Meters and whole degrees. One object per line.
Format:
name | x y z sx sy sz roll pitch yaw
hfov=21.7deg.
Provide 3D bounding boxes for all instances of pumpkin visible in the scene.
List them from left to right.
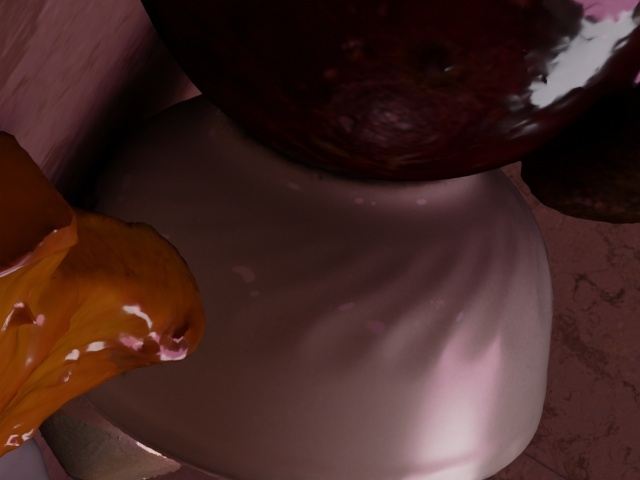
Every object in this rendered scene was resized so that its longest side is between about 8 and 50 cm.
pumpkin | -0.150 0.087 0.529 0.258 0.095 0.290 -54 175 -2

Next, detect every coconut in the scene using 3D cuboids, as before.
coconut | -0.136 0.108 1.130 0.122 0.116 0.116 -63 180 -14

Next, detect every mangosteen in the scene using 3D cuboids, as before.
mangosteen | 0.063 -0.103 0.511 0.215 0.257 0.215 -46 -157 26

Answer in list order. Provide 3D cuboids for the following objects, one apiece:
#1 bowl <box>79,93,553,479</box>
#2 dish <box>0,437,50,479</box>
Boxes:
bowl | 0.000 0.000 0.878 0.277 0.277 0.145 -56 160 -60
dish | -0.217 0.226 0.984 0.260 0.085 0.260 -61 175 -10
